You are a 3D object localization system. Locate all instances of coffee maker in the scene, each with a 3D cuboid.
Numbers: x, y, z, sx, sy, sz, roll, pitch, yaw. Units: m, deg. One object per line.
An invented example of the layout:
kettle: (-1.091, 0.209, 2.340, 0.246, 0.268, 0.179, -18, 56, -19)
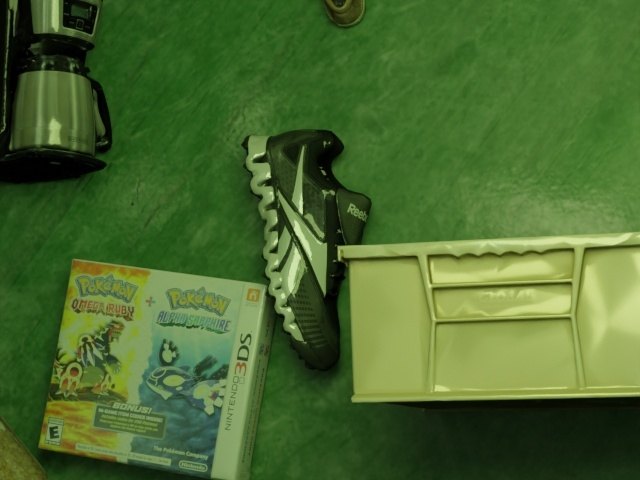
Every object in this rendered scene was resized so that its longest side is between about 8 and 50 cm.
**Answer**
coffee maker: (-0.292, -0.152, 1.505, 0.171, 0.120, 0.178, -4, 79, 17)

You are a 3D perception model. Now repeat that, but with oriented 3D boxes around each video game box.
video game box: (-0.152, 0.121, 1.456, 0.205, 0.048, 0.187, 7, 80, 17)

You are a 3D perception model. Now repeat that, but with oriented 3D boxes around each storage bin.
storage bin: (0.175, 0.074, 1.254, 0.260, 0.262, 0.123, -3, 81, 16)

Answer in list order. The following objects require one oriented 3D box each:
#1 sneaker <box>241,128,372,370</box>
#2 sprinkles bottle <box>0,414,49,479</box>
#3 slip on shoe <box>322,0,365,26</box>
sneaker: (0.000, 0.000, 1.415, 0.106, 0.078, 0.234, -16, 75, 16)
sprinkles bottle: (-0.331, 0.222, 1.453, 0.121, 0.121, 0.355, -45, 71, 5)
slip on shoe: (0.012, -0.272, 1.476, 0.051, 0.041, 0.135, -10, 78, 15)
